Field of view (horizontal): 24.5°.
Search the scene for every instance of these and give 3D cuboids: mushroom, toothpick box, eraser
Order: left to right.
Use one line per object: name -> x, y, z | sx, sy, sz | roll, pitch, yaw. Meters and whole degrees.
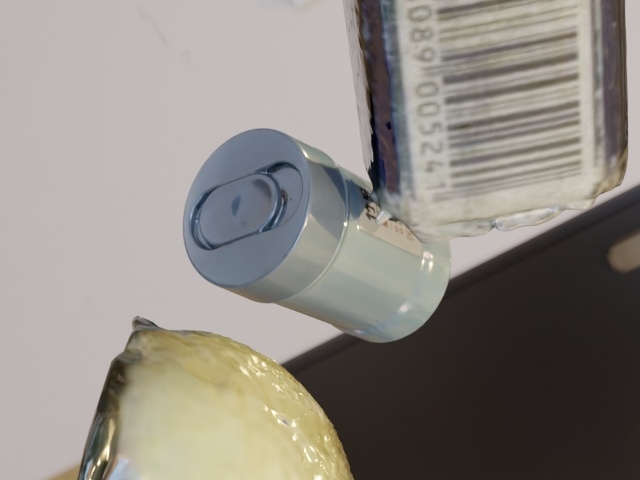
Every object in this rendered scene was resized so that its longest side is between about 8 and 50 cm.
mushroom -> -0.065, 0.172, 0.611 | 0.130, 0.344, 0.247 | 23, 45, -5
toothpick box -> 0.000, 0.000, 0.925 | 0.153, 0.101, 0.101 | 24, 41, -50
eraser -> 0.082, -0.164, 0.807 | 0.101, 0.155, 0.332 | -109, -172, -58
